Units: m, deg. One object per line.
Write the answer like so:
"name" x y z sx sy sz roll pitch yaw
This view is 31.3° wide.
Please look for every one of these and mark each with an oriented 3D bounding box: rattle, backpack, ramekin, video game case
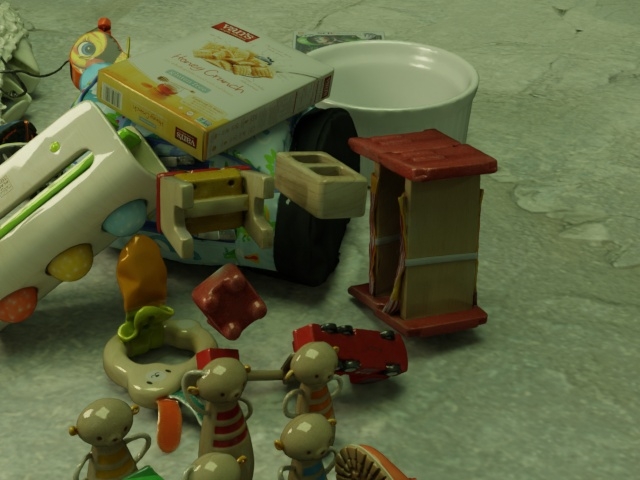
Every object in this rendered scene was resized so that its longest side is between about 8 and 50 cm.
"rattle" -0.160 0.104 1.188 0.130 0.142 0.199 14 21 -13
"backpack" -0.154 -0.091 1.449 0.356 0.273 0.290 -4 34 19
"ramekin" 0.093 -0.189 1.697 0.277 0.135 0.277 0 30 0
"video game case" 0.034 -0.343 2.078 0.173 0.022 0.190 0 30 0

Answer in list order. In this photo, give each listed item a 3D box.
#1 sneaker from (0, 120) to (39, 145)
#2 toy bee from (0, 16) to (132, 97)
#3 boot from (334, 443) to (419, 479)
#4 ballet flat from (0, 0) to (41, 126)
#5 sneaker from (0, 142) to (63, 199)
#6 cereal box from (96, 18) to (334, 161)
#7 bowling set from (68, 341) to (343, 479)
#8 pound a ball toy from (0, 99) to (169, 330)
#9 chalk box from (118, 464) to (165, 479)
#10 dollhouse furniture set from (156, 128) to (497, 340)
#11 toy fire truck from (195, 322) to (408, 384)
"sneaker" -0.499 -0.101 1.614 0.087 0.083 0.221 -1 23 40
"toy bee" -0.319 -0.259 1.728 0.298 0.195 0.162 30 63 -20
"boot" 0.080 0.231 0.995 0.158 0.059 0.085 49 38 4
"ballet flat" -0.529 -0.257 1.853 0.147 0.147 0.409 1 33 1
"sneaker" -0.360 -0.108 1.618 0.209 0.081 0.094 6 27 -12
"cereal box" -0.121 -0.187 1.363 0.173 0.047 0.240 29 40 24
"bowling set" -0.050 0.200 0.996 0.287 0.154 0.200 -22 36 -32
"pound a ball toy" -0.327 -0.005 1.225 0.319 0.208 0.135 -38 74 6
"chalk box" -0.178 0.320 0.764 0.289 0.180 0.179 -25 38 -35
"dollhouse furniture set" 0.000 0.000 1.249 0.374 0.201 0.152 -6 21 -23
"toy fire truck" -0.017 0.129 1.189 0.192 0.047 0.135 10 -28 -43
